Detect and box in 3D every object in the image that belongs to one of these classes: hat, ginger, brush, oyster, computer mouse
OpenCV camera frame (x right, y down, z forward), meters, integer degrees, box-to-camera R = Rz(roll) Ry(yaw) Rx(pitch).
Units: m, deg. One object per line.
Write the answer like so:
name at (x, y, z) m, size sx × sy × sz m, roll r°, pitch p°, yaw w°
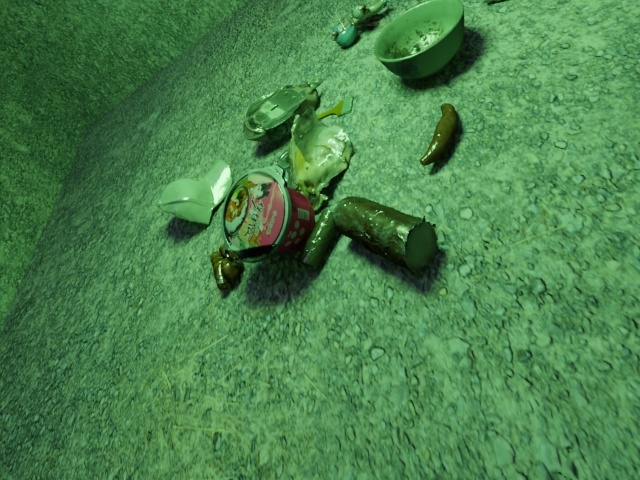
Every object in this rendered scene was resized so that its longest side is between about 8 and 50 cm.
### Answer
hat at (-0.489, -0.210, 1.666) m, size 0.258 × 0.168 × 0.301 m, roll 25°, pitch 76°, yaw 46°
ginger at (-0.294, 0.079, 1.357) m, size 0.103 × 0.073 × 0.162 m, roll -44°, pitch 46°, yaw 22°
brush at (0.029, -0.473, 1.581) m, size 0.205 × 0.011 × 0.083 m, roll -12°, pitch 52°, yaw 32°
oyster at (-0.014, -0.260, 1.338) m, size 0.271 × 0.275 × 0.100 m, roll -37°, pitch -3°, yaw -11°
computer mouse at (-0.133, -0.504, 1.664) m, size 0.389 × 0.115 × 0.199 m, roll -39°, pitch 58°, yaw -10°

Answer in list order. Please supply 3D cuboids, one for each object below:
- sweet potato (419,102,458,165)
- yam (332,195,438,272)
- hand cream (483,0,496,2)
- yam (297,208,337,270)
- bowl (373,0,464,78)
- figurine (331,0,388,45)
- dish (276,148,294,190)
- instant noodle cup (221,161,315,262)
sweet potato at (0.338, -0.302, 1.168) m, size 0.078 × 0.058 × 0.255 m, roll -21°, pitch 39°, yaw 53°
yam at (0.156, -0.027, 1.048) m, size 0.131 × 0.131 × 0.280 m, roll -51°, pitch 39°, yaw -7°
hand cream at (0.620, -0.796, 1.343) m, size 0.205 × 0.050 × 0.078 m, roll 8°, pitch 63°, yaw 37°
yam at (0.000, 0.000, 1.190) m, size 0.068 × 0.068 × 0.169 m, roll 14°, pitch 71°, yaw 44°
bowl at (0.330, -0.614, 1.354) m, size 0.289 × 0.146 × 0.289 m, roll -21°, pitch 46°, yaw 23°
figurine at (0.165, -0.889, 1.725) m, size 0.260 × 0.103 × 0.205 m, roll -32°, pitch 18°, yaw 8°
dish at (-0.083, -0.250, 1.443) m, size 0.224 × 0.078 × 0.246 m, roll -36°, pitch 43°, yaw 9°
instant noodle cup at (-0.131, -0.061, 1.219) m, size 0.302 × 0.182 × 0.258 m, roll -47°, pitch 59°, yaw 22°
